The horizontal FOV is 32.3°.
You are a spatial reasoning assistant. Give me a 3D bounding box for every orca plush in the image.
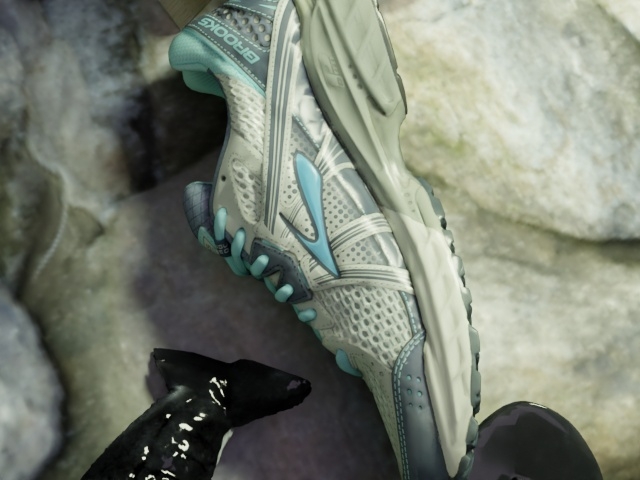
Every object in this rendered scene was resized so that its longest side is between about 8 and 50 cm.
[{"bbox_3d":[-0.077,0.180,0.482,0.151,0.102,0.287,33,69,-3],"label":"orca plush"}]

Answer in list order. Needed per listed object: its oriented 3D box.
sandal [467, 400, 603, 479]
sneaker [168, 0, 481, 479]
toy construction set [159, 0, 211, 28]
[{"bbox_3d":[0.081,0.200,0.541,0.097,0.054,0.254,27,70,-5],"label":"sandal"},{"bbox_3d":[0.000,0.000,0.569,0.122,0.110,0.283,-17,75,0],"label":"sneaker"},{"bbox_3d":[-0.178,-0.209,0.551,0.309,0.237,0.257,38,38,-19],"label":"toy construction set"}]
